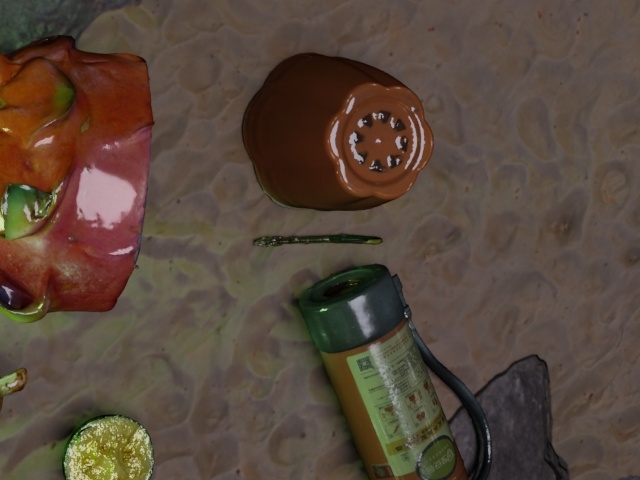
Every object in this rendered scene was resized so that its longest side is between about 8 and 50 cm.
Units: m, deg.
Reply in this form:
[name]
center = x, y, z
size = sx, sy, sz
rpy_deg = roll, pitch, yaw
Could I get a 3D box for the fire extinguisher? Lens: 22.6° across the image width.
[fire extinguisher]
center = 0.117, 0.204, 1.896
size = 0.200, 0.113, 0.376
rpy_deg = -26, 107, -20

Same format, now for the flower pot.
[flower pot]
center = 0.029, -0.117, 1.782
size = 0.190, 0.173, 0.191
rpy_deg = -2, 96, -23

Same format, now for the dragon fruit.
[dragon fruit]
center = -0.282, -0.063, 1.589
size = 0.189, 0.290, 0.291
rpy_deg = 4, 96, -25

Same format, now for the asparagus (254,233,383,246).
[asparagus]
center = 0.000, 0.000, 1.870
size = 0.166, 0.013, 0.016
rpy_deg = 0, 86, -25

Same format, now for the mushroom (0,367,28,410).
[mushroom]
center = -0.359, 0.161, 1.690
size = 0.129, 0.073, 0.088
rpy_deg = -16, 90, 12

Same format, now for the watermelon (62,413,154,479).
[watermelon]
center = -0.239, 0.241, 1.766
size = 0.105, 0.062, 0.106
rpy_deg = -1, 91, -29
